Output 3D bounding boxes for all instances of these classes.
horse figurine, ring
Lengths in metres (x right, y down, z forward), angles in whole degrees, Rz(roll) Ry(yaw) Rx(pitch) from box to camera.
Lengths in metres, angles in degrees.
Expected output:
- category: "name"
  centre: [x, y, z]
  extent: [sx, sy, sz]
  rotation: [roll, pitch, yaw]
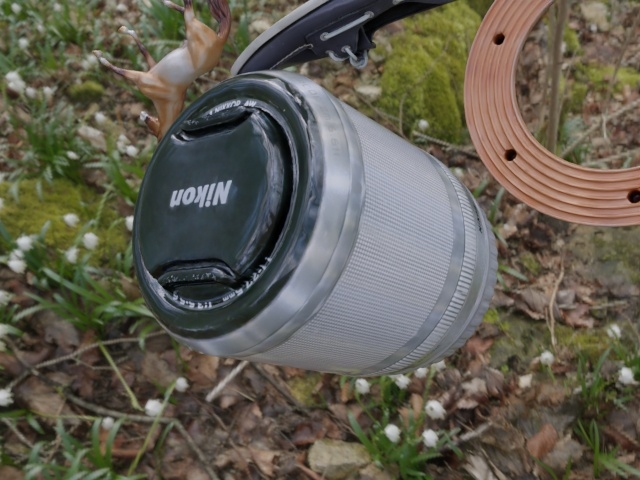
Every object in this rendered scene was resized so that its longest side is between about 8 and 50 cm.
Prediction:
- category: "horse figurine"
  centre: [-0.228, -0.295, 1.102]
  extent: [0.263, 0.066, 0.174]
  rotation: [-39, 96, 17]
- category: "ring"
  centre: [0.312, -0.178, 0.735]
  extent: [0.337, 0.032, 0.336]
  rotation: [-6, 79, 34]

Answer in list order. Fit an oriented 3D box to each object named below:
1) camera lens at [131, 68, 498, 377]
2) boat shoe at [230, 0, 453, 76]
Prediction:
- category: "camera lens"
  centre: [0.000, 0.000, 0.598]
  extent: [0.219, 0.274, 0.219]
  rotation: [-14, 68, 37]
- category: "boat shoe"
  centre: [0.021, -0.162, 0.539]
  extent: [0.206, 0.065, 0.075]
  rotation: [-27, 13, 25]
